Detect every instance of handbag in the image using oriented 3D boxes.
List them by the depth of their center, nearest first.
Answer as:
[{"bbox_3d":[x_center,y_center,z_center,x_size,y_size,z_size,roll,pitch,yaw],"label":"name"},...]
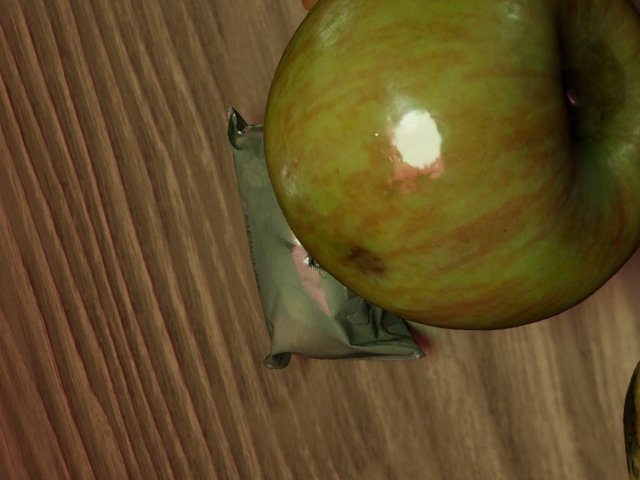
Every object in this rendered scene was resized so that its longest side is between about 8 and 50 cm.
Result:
[{"bbox_3d":[0.000,0.000,0.670,0.183,0.117,0.270,-3,101,30],"label":"handbag"}]

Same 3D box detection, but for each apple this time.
[{"bbox_3d":[0.088,-0.067,0.493,0.265,0.264,0.264,13,111,35],"label":"apple"}]

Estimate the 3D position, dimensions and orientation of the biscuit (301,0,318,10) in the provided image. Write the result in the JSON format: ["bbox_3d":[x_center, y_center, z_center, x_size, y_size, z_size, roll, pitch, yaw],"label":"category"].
[{"bbox_3d":[-0.010,-0.317,0.618,0.306,0.043,0.284,52,128,13],"label":"biscuit"}]

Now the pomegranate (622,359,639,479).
[{"bbox_3d":[0.307,0.112,0.370,0.281,0.281,0.281,13,111,35],"label":"pomegranate"}]
